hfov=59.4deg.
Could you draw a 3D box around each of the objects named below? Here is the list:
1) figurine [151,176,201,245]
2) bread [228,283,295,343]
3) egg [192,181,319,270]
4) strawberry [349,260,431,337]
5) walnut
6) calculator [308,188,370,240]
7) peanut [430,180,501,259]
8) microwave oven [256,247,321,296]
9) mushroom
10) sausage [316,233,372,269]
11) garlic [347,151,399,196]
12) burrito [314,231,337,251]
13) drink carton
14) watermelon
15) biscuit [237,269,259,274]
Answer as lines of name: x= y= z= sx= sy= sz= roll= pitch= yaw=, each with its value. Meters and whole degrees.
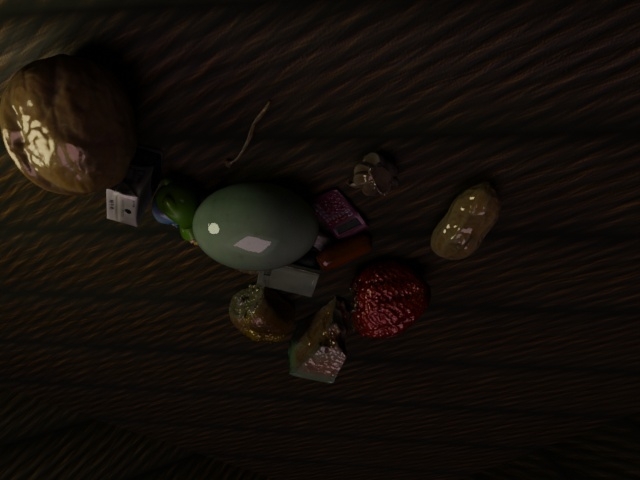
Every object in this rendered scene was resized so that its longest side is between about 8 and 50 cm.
figurine: x=-0.442 y=-0.089 z=1.815 sx=0.143 sy=0.162 sz=0.263 roll=-13 pitch=144 yaw=9
bread: x=-0.236 y=0.292 z=2.167 sx=0.196 sy=0.176 sz=0.246 roll=-24 pitch=128 yaw=29
egg: x=-0.198 y=-0.043 z=1.726 sx=0.389 sy=0.276 sz=0.276 roll=4 pitch=137 yaw=3
strawberry: x=0.242 y=0.211 z=1.948 sx=0.288 sy=0.238 sz=0.250 roll=-9 pitch=137 yaw=24
walnut: x=-0.651 y=-0.302 z=1.485 sx=0.381 sy=0.381 sz=0.381 roll=5 pitch=137 yaw=5
calculator: x=0.060 y=-0.085 z=1.817 sx=0.127 sy=0.034 sz=0.190 roll=-24 pitch=122 yaw=32
peanut: x=0.443 y=-0.048 z=1.708 sx=0.152 sy=0.152 sz=0.313 roll=19 pitch=135 yaw=-10
microwave oven: x=-0.106 y=0.089 z=1.961 sx=0.205 sy=0.129 sz=0.163 roll=15 pitch=139 yaw=-5
mushroom: x=-0.210 y=-0.305 z=1.638 sx=0.286 sy=0.028 sz=0.026 roll=-44 pitch=74 yaw=40
sausage: x=0.083 y=0.036 z=1.871 sx=0.198 sy=0.076 sz=0.076 roll=-23 pitch=135 yaw=-7
garlic: x=0.151 y=-0.180 z=1.653 sx=0.131 sy=0.127 sz=0.194 roll=46 pitch=156 yaw=-10
burrito: x=0.001 y=0.000 z=1.899 sx=0.064 sy=0.064 sz=0.203 roll=-30 pitch=127 yaw=35
drink carton: x=-0.559 y=-0.168 z=1.694 sx=0.102 sy=0.222 sz=0.134 roll=17 pitch=137 yaw=-8
watermelon: x=0.020 y=0.400 z=2.181 sx=0.151 sy=0.264 sz=0.302 roll=32 pitch=130 yaw=-24
biscuit: x=-0.329 y=0.030 z=2.003 sx=0.141 sy=0.038 sz=0.289 roll=-12 pitch=132 yaw=22
